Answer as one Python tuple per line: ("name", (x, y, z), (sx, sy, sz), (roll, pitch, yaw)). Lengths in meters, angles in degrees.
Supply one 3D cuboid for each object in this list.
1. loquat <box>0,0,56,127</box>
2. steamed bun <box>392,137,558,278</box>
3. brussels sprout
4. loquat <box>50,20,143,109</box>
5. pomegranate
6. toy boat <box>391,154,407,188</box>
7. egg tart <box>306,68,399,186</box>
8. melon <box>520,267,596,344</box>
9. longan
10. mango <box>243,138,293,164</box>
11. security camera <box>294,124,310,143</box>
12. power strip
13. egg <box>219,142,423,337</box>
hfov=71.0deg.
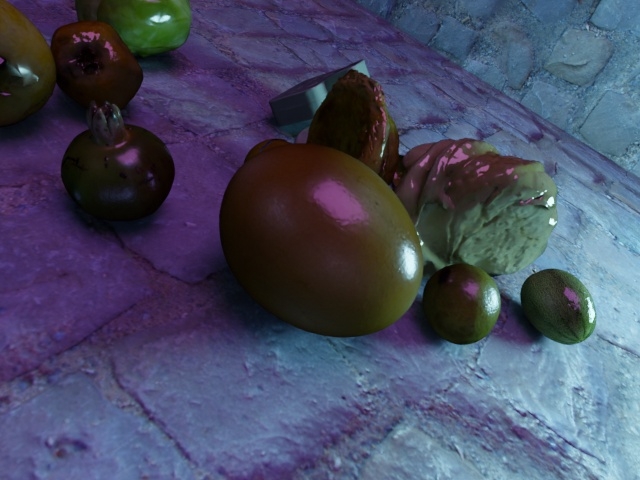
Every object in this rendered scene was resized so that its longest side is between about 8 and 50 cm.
("loquat", (-0.607, -0.321, 0.807), (0.235, 0.234, 0.234), (16, 38, -13))
("steamed bun", (0.302, -0.066, 0.944), (0.373, 0.324, 0.230), (-7, 44, -4))
("brussels sprout", (-0.520, -0.633, 1.228), (0.328, 0.247, 0.328), (26, 21, -11))
("loquat", (-0.487, -0.376, 0.970), (0.187, 0.176, 0.234), (40, 8, -24))
("pomegranate", (-0.341, -0.136, 0.753), (0.180, 0.209, 0.179), (4, 42, -4))
("toy boat", (0.227, -0.168, 1.227), (0.088, 0.089, 0.229), (21, 38, -31))
("egg tart", (0.072, -0.185, 0.961), (0.129, 0.341, 0.341), (7, 41, -23))
("melon", (0.521, 0.138, 0.992), (0.139, 0.139, 0.192), (7, 44, -24))
("longan", (0.276, 0.127, 0.871), (0.155, 0.176, 0.145), (-44, 36, -16))
("mango", (-0.114, -0.145, 0.986), (0.126, 0.111, 0.232), (21, 48, 12))
("security camera", (0.047, -0.222, 1.156), (0.157, 0.080, 0.301), (-32, 61, -14))
("power strip", (0.023, -0.402, 1.276), (0.261, 0.141, 0.229), (-3, 31, 36))
("egg", (0.000, 0.000, 0.728), (0.351, 0.282, 0.283), (35, 38, 11))
